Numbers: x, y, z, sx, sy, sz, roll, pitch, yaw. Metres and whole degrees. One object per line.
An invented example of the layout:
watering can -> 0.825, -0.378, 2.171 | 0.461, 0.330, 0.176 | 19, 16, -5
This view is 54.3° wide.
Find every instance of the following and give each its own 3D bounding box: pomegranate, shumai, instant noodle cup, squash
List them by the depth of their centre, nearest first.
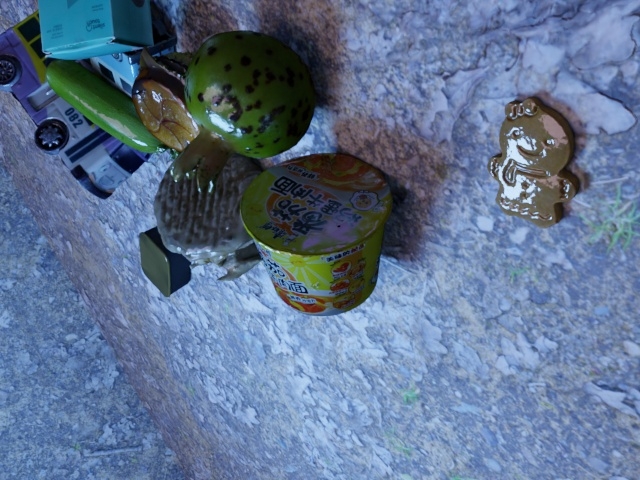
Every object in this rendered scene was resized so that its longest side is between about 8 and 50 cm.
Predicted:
pomegranate -> -0.129, -0.216, 1.098 | 0.230, 0.230, 0.286 | 22, 103, 40
instant noodle cup -> 0.000, 0.000, 1.121 | 0.264, 0.264, 0.200 | 32, 146, 32
shumai -> -0.214, -0.055, 1.430 | 0.262, 0.267, 0.314 | 56, -168, -59
squash -> -0.479, -0.299, 1.433 | 0.378, 0.101, 0.101 | 35, 143, 4

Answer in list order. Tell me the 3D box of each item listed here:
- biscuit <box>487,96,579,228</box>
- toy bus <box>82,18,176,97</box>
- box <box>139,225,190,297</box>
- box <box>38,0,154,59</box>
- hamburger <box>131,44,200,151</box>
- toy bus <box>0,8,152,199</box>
biscuit -> 0.295, -0.101, 0.862 | 0.133, 0.027, 0.184 | 37, 141, 29
toy bus -> -0.458, -0.440, 1.423 | 0.271, 0.133, 0.165 | 37, 146, 23
box -> -0.460, 0.056, 1.861 | 0.144, 0.090, 0.201 | 40, 143, 23
box -> -0.449, -0.525, 1.225 | 0.205, 0.118, 0.312 | 0, 97, 30
hamburger -> -0.278, -0.288, 1.281 | 0.261, 0.139, 0.243 | 39, 149, -3
toy bus -> -0.623, -0.345, 1.596 | 0.440, 0.249, 0.209 | 52, 174, 7
